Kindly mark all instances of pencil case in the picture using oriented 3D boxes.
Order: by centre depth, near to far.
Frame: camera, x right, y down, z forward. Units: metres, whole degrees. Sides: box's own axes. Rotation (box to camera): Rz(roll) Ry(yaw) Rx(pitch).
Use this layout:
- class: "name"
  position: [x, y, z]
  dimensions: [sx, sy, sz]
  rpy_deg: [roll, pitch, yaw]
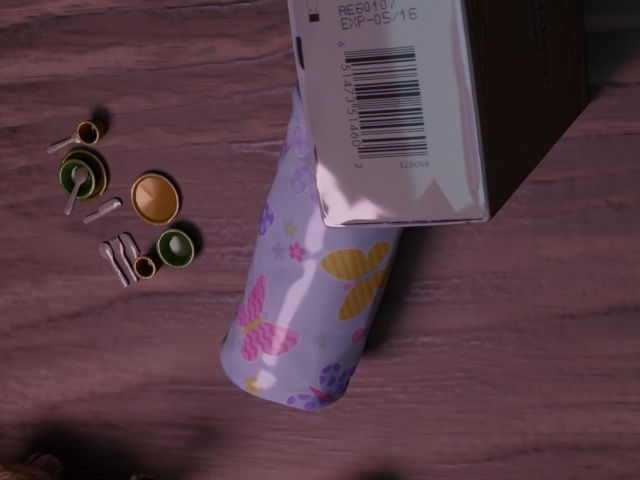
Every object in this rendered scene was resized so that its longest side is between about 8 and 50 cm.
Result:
- class: "pencil case"
  position: [0.000, 0.000, 1.161]
  dimensions: [0.124, 0.113, 0.273]
  rpy_deg: [41, 124, 43]

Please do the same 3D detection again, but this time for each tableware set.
- class: "tableware set"
  position: [-0.176, -0.034, 1.274]
  dimensions: [0.104, 0.024, 0.154]
  rpy_deg: [-24, 97, 27]

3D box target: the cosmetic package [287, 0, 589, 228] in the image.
- class: "cosmetic package"
  position: [0.092, -0.127, 0.972]
  dimensions: [0.113, 0.309, 0.160]
  rpy_deg: [-2, 108, 23]

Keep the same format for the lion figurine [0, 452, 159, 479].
- class: "lion figurine"
  position: [-0.170, 0.343, 1.303]
  dimensions: [0.392, 0.142, 0.240]
  rpy_deg: [51, 136, 5]
